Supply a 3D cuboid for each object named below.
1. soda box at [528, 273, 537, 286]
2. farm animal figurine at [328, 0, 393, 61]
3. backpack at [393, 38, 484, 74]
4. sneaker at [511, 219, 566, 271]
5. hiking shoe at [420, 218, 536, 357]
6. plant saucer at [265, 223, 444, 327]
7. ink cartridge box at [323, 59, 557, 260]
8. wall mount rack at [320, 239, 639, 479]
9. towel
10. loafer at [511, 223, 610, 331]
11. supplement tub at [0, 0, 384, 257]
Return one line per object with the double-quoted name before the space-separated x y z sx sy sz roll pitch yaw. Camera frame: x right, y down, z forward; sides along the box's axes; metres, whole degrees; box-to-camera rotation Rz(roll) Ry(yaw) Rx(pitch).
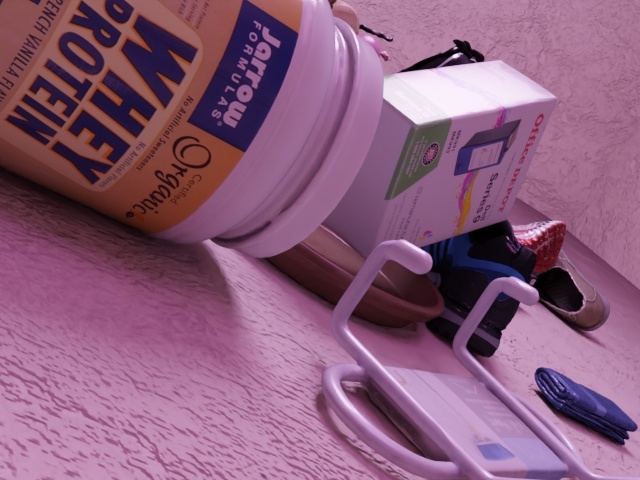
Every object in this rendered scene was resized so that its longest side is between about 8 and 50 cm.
"soda box" 0.254 0.052 1.434 0.060 0.053 0.169 41 13 27
"farm animal figurine" -0.093 -0.260 1.145 0.327 0.172 0.330 -3 5 10
"backpack" 0.102 -0.120 1.253 0.225 0.254 0.191 -16 89 -71
"sneaker" 0.316 0.001 1.605 0.225 0.088 0.093 -8 29 -40
"hiking shoe" 0.176 0.024 1.139 0.113 0.132 0.304 31 12 -16
"plant saucer" 0.000 0.000 0.987 0.278 0.041 0.278 33 12 -8
"ink cartridge box" 0.114 -0.083 0.972 0.212 0.154 0.093 -16 46 -41
"wall mount rack" 0.174 0.129 0.727 0.304 0.130 0.350 42 15 34
"towel" 0.286 0.179 1.079 0.119 0.029 0.067 27 14 -28
"loafer" 0.385 0.052 1.690 0.251 0.094 0.087 43 10 33
"supplement tub" -0.134 -0.134 0.695 0.316 0.228 0.228 27 14 -32
